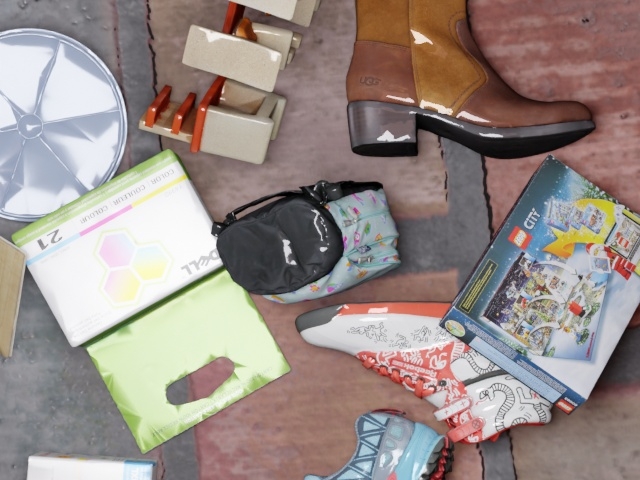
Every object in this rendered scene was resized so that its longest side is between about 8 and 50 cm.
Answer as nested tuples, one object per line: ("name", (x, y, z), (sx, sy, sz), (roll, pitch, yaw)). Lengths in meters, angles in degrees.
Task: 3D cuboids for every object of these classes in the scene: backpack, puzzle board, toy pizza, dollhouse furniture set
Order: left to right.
("puzzle board", (-0.341, 0.045, 1.728), (0.096, 0.011, 0.128), (30, 123, 26))
("toy pizza", (-0.303, -0.120, 1.768), (0.201, 0.032, 0.201), (-1, 98, -9))
("dollhouse furniture set", (-0.086, -0.217, 1.694), (0.135, 0.262, 0.259), (17, 117, 2))
("backpack", (0.000, 0.000, 1.710), (0.152, 0.182, 0.115), (-13, 90, 34))

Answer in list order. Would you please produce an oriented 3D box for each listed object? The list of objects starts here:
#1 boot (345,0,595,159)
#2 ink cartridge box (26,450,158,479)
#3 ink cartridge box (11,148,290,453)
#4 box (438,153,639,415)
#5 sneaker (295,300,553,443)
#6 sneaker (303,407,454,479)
("boot", (0.154, -0.229, 1.787), (0.264, 0.096, 0.280), (-1, 79, 6))
("ink cartridge box", (-0.242, 0.264, 1.723), (0.143, 0.092, 0.090), (5, 85, -1))
("ink cartridge box", (-0.168, 0.064, 1.737), (0.188, 0.097, 0.255), (-29, 86, -3))
("box", (0.242, 0.041, 1.720), (0.159, 0.044, 0.233), (35, 56, 2))
("sneaker", (0.110, 0.137, 1.740), (0.270, 0.090, 0.145), (-1, 83, -4))
("sneaker", (0.029, 0.292, 1.740), (0.125, 0.104, 0.262), (31, 88, 25))
